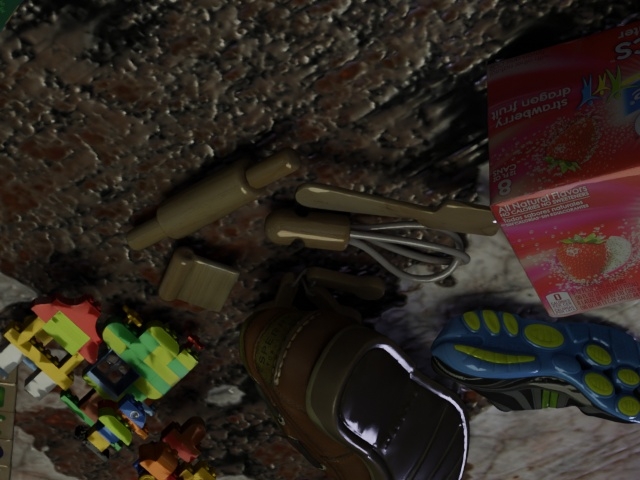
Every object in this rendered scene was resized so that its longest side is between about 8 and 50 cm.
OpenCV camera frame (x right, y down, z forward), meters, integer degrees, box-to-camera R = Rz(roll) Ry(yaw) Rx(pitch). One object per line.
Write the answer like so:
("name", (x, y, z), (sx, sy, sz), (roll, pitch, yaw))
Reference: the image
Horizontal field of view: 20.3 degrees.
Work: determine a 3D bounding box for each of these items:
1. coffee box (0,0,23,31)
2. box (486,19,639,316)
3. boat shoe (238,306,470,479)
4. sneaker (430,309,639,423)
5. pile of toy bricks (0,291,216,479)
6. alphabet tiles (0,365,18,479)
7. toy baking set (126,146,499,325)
("coffee box", (-0.201, -0.155, 1.030), (0.040, 0.113, 0.184), (23, 134, -25))
("box", (0.240, -0.061, 1.095), (0.257, 0.128, 0.122), (-14, 136, 20))
("boat shoe", (0.030, 0.130, 1.360), (0.104, 0.110, 0.307), (23, 159, 29))
("sneaker", (0.170, 0.096, 1.339), (0.188, 0.067, 0.078), (14, 159, -14))
("pile of toy bricks", (-0.136, 0.103, 1.344), (0.105, 0.118, 0.212), (-43, 108, 7))
("alphabet tiles", (-0.367, 0.133, 1.447), (0.237, 0.009, 0.198), (8, 139, -6))
("toy baking set", (-0.006, -0.002, 1.256), (0.197, 0.030, 0.256), (27, 140, -33))
